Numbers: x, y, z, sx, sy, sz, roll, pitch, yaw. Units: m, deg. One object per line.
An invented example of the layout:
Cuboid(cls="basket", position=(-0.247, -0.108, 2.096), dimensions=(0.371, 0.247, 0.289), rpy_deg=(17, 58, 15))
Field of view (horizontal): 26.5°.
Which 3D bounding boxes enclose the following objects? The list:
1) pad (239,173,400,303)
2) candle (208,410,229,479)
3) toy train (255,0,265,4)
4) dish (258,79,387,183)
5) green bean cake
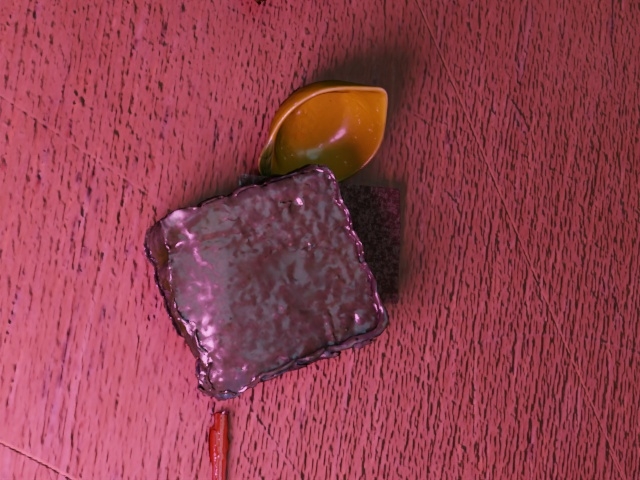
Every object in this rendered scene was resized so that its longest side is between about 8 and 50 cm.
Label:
Cuboid(cls="pad", position=(0.000, 0.000, 1.772), dimensions=(0.235, 0.003, 0.158), rpy_deg=(4, 86, -24))
Cuboid(cls="candle", position=(-0.123, 0.290, 1.635), dimensions=(0.026, 0.021, 0.167), rpy_deg=(-1, 75, 2))
Cuboid(cls="toy train", position=(-0.028, -0.402, 1.792), dimensions=(0.090, 0.225, 0.137), rpy_deg=(52, 44, -5))
Cuboid(cls="dish", position=(-0.006, -0.146, 1.775), dimensions=(0.208, 0.080, 0.149), rpy_deg=(-37, 129, 9))
Cuboid(cls="green bean cake", position=(-0.071, 0.051, 1.663), dimensions=(0.255, 0.132, 0.241), rpy_deg=(-22, 93, -21))
